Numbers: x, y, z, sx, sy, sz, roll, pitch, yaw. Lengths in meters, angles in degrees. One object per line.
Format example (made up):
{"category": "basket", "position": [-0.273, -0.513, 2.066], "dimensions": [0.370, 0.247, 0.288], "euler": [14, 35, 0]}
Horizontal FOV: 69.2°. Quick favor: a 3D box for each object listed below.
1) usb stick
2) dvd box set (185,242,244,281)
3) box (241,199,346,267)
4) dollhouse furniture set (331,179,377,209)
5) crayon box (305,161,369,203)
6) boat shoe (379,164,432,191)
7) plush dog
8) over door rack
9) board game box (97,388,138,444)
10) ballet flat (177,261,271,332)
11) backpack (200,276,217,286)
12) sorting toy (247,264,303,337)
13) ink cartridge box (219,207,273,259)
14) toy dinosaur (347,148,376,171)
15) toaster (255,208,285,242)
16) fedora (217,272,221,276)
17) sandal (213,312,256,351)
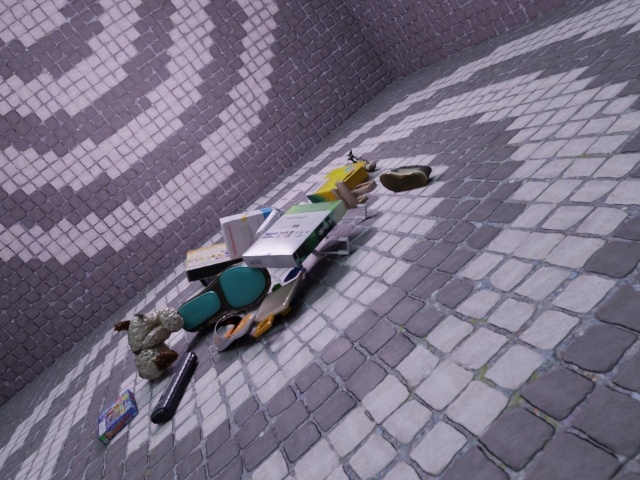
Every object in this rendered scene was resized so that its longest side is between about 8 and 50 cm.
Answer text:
{"category": "usb stick", "position": [-0.453, 0.453, 1.452], "dimensions": [0.077, 0.045, 0.278], "euler": [-32, 18, 16]}
{"category": "dvd box set", "position": [-0.482, 0.086, 2.210], "dimensions": [0.307, 0.062, 0.420], "euler": [-13, 13, -13]}
{"category": "box", "position": [-0.083, -0.024, 1.565], "dimensions": [0.232, 0.058, 0.322], "euler": [-2, 35, 40]}
{"category": "dollhouse furniture set", "position": [0.127, -0.221, 1.873], "dimensions": [0.151, 0.123, 0.144], "euler": [-47, 19, -26]}
{"category": "crayon box", "position": [0.084, -0.253, 2.116], "dimensions": [0.202, 0.081, 0.318], "euler": [-44, 17, -18]}
{"category": "boat shoe", "position": [0.299, -0.222, 1.623], "dimensions": [0.073, 0.080, 0.223], "euler": [-40, 22, -24]}
{"category": "plush dog", "position": [-0.615, 0.387, 1.674], "dimensions": [0.210, 0.225, 0.262], "euler": [-3, -24, -42]}
{"category": "over door rack", "position": [0.000, 0.000, 1.632], "dimensions": [0.324, 0.108, 0.239], "euler": [-11, 30, 29]}
{"category": "board game box", "position": [-0.695, 0.597, 1.587], "dimensions": [0.136, 0.035, 0.201], "euler": [-44, 18, -18]}
{"category": "ballet flat", "position": [-0.330, 0.197, 1.717], "dimensions": [0.482, 0.164, 0.182], "euler": [-31, -9, 28]}
{"category": "backpack", "position": [-0.513, 0.176, 2.211], "dimensions": [0.114, 0.084, 0.105], "euler": [-36, 16, -18]}
{"category": "sorting toy", "position": [-0.133, 0.202, 1.450], "dimensions": [0.196, 0.047, 0.348], "euler": [-37, 13, 28]}
{"category": "ink cartridge box", "position": [-0.316, -0.036, 2.076], "dimensions": [0.232, 0.171, 0.168], "euler": [-14, 12, -14]}
{"category": "toy dinosaur", "position": [0.178, -0.365, 2.161], "dimensions": [0.064, 0.118, 0.268], "euler": [-54, 16, 4]}
{"category": "toaster", "position": [-0.175, -0.009, 1.865], "dimensions": [0.146, 0.129, 0.227], "euler": [-50, -19, -26]}
{"category": "fedora", "position": [-0.361, 0.151, 1.886], "dimensions": [0.194, 0.079, 0.194], "euler": [-28, -4, -2]}
{"category": "sandal", "position": [-0.281, 0.266, 1.454], "dimensions": [0.265, 0.076, 0.102], "euler": [-42, 11, 49]}
